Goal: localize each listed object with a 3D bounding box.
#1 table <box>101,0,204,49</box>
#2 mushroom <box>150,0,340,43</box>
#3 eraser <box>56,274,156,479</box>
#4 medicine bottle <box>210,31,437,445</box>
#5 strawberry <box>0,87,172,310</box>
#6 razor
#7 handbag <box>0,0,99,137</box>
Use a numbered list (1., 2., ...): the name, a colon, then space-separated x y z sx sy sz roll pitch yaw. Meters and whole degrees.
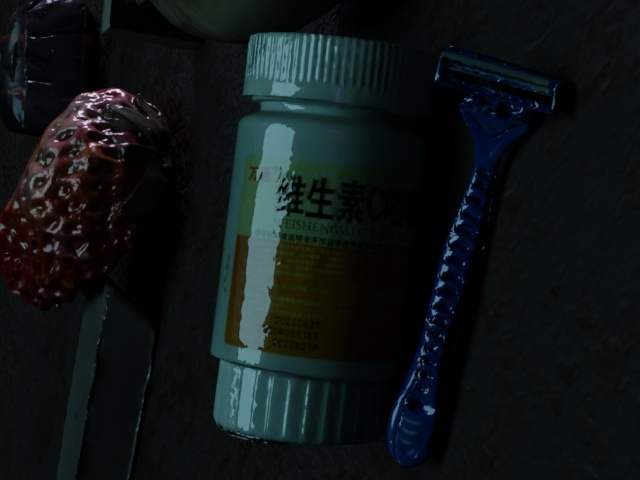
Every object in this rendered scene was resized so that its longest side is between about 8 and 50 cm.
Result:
1. table: -0.183 -0.365 1.722 0.111 0.121 0.240 167 107 -65
2. mushroom: -0.080 -0.357 1.262 0.362 0.294 0.362 -171 90 -67
3. eraser: -0.276 0.215 1.844 0.111 0.077 0.352 -144 62 -67
4. medicine bottle: 0.000 0.000 1.159 0.158 0.158 0.318 -168 85 -67
5. strawberry: -0.328 -0.051 1.825 0.336 0.149 0.265 -41 30 35
6. razor: 0.103 0.020 1.062 0.056 0.093 0.324 -38 -37 -64
7. handbag: -0.422 -0.262 2.199 0.169 0.155 0.215 177 97 -73
